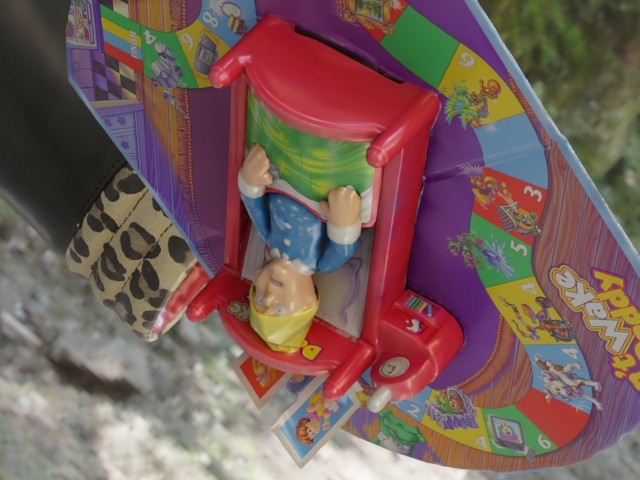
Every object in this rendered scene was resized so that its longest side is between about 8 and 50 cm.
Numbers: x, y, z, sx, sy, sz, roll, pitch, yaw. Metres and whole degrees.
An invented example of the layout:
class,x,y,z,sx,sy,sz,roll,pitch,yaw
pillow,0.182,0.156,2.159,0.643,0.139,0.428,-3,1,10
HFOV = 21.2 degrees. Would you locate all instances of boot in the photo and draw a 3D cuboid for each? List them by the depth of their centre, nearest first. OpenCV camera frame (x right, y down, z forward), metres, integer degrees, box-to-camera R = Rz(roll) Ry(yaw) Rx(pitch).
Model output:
class,x,y,z,sx,sy,sz,roll,pitch,yaw
boot,-0.081,-0.159,0.782,0.284,0.377,0.138,44,21,6

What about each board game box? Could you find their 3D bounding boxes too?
class,x,y,z,sx,sy,sz,roll,pitch,yaw
board game box,0.000,0.000,0.391,0.169,0.133,0.033,55,52,-17
